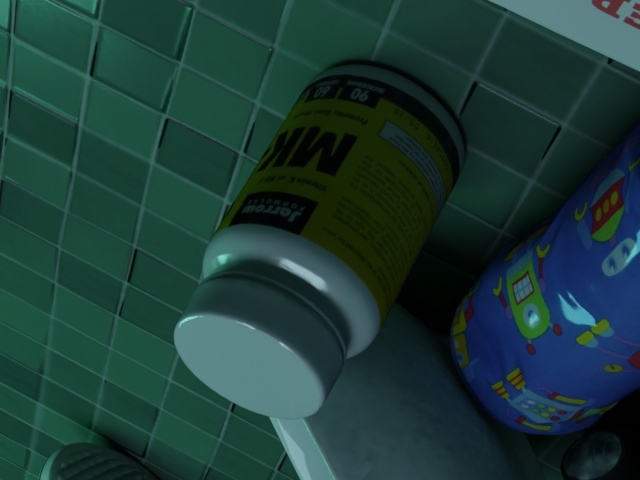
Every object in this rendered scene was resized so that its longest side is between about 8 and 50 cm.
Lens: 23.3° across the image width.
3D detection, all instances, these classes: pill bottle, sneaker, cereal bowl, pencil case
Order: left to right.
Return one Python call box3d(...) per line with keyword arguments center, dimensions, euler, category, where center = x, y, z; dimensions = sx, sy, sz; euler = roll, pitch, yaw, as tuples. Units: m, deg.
box3d(center=(-0.189, 0.335, 1.625), dimensions=(0.321, 0.126, 0.127), euler=(43, 139, -22), category="sneaker")
box3d(center=(0.000, 0.000, 0.963), dimensions=(0.119, 0.208, 0.119), euler=(19, 145, 14), category="pill bottle")
box3d(center=(0.070, 0.170, 1.122), dimensions=(0.339, 0.141, 0.339), euler=(61, 173, 13), category="cereal bowl")
box3d(center=(0.183, 0.010, 0.921), dimensions=(0.133, 0.119, 0.306), euler=(69, 153, 20), category="pencil case")

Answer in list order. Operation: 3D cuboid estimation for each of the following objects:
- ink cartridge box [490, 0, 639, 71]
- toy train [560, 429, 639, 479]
box3d(center=(0.213, -0.184, 0.603), dimensions=(0.211, 0.121, 0.289), euler=(25, 140, -2), category="ink cartridge box")
box3d(center=(0.310, 0.250, 1.143), dimensions=(0.190, 0.142, 0.334), euler=(-16, 125, 32), category="toy train")
